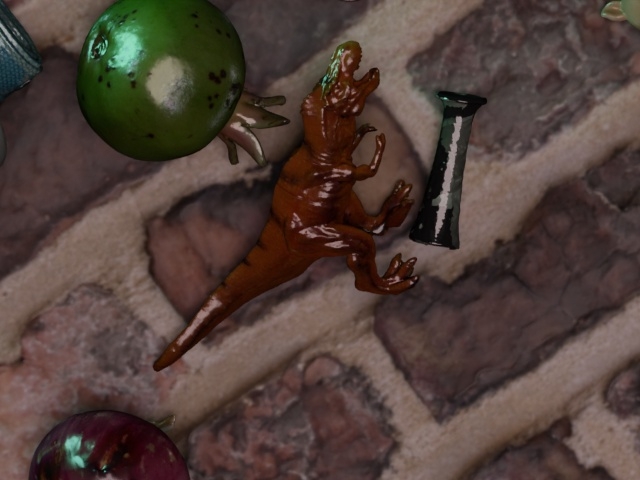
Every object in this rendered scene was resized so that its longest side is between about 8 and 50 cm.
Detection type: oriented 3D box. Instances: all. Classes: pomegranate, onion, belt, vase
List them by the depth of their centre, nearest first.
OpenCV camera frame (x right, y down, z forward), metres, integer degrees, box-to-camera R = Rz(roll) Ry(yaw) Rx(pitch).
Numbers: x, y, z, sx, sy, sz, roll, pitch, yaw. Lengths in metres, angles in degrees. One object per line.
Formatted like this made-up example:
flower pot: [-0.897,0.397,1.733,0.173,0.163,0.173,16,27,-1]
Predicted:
belt: [-0.393,-0.277,1.803,0.072,0.087,0.302,-32,104,11]
pomegranate: [-0.139,-0.155,1.827,0.224,0.181,0.181,31,97,-35]
onion: [-0.226,0.262,1.906,0.177,0.153,0.177,-5,119,-9]
vase: [0.138,-0.077,1.927,0.059,0.059,0.167,9,100,-9]

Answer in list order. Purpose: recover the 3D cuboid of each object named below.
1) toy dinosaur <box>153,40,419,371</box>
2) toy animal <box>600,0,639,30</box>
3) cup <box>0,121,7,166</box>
toy dinosaur: [0.000,0.000,1.898,0.208,0.097,0.432,16,111,-25]
toy animal: [0.377,-0.282,1.912,0.083,0.089,0.150,36,99,9]
cup: [-0.425,-0.151,1.723,0.163,0.347,0.347,-40,105,-20]
